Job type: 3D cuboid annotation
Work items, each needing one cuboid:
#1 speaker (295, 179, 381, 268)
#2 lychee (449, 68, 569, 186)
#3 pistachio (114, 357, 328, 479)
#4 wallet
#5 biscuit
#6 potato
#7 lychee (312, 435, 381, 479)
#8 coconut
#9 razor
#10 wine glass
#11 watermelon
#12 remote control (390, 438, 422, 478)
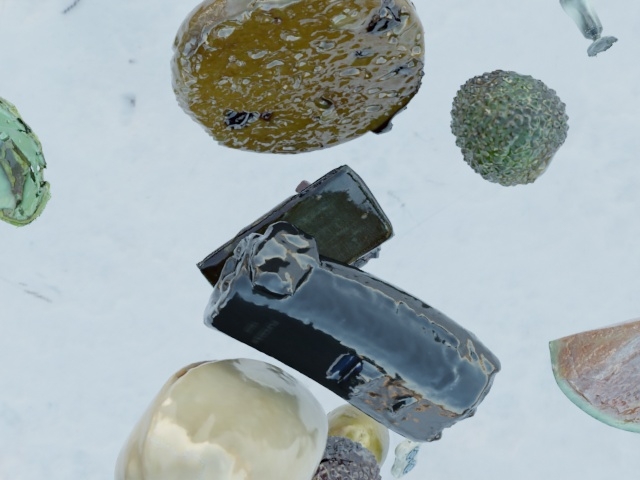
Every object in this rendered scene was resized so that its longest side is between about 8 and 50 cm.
[{"bbox_3d":[0.006,0.014,1.932,0.329,0.198,0.259,-46,48,15],"label":"speaker"},{"bbox_3d":[0.256,-0.161,1.059,0.171,0.171,0.171,2,98,17],"label":"lychee"},{"bbox_3d":[-0.104,0.239,0.899,0.193,0.318,0.214,-13,92,23],"label":"pistachio"},{"bbox_3d":[-0.030,0.008,0.946,0.232,0.031,0.122,-33,113,9],"label":"wallet"},{"bbox_3d":[-0.022,-0.189,0.821,0.295,0.296,0.075,-20,64,19],"label":"biscuit"},{"bbox_3d":[0.066,0.447,1.709,0.203,0.158,0.178,-28,67,-11],"label":"potato"},{"bbox_3d":[0.019,0.426,1.292,0.188,0.188,0.188,2,98,17],"label":"lychee"},{"bbox_3d":[-0.348,-0.090,0.804,0.133,0.055,0.158,-9,106,26],"label":"coconut"},{"bbox_3d":[0.033,0.111,0.880,0.326,0.107,0.189,30,138,-10],"label":"razor"},{"bbox_3d":[0.592,-0.487,1.687,0.072,0.072,0.156,-26,65,19],"label":"wine glass"},{"bbox_3d":[0.659,0.235,1.697,0.282,0.250,0.293,14,112,-15],"label":"watermelon"},{"bbox_3d":[0.195,0.488,1.720,0.032,0.074,0.122,40,145,34],"label":"remote control"}]
